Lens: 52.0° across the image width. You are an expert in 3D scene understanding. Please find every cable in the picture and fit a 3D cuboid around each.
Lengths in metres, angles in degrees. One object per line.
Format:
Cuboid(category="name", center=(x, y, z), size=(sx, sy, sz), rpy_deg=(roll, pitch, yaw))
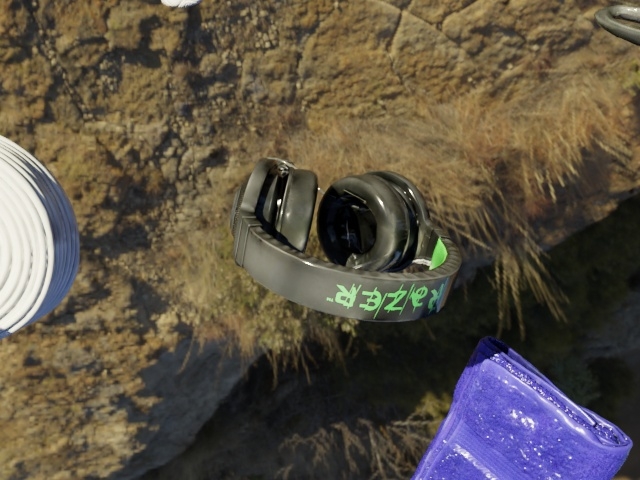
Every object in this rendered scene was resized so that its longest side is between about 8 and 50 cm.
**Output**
Cuboid(category="cable", center=(-0.414, -0.003, 0.754), size=(0.257, 0.089, 0.257), rpy_deg=(4, 101, -2))

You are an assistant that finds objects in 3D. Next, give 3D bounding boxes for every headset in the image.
Cuboid(category="headset", center=(0.000, 0.000, 0.793), size=(0.243, 0.394, 0.185), rpy_deg=(4, 115, -22))

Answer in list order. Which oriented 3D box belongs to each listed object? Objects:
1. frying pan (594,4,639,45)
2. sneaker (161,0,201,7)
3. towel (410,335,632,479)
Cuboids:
Cuboid(category="frying pan", center=(0.323, -0.055, 0.374), size=(0.326, 0.197, 0.053), rpy_deg=(6, 147, 20))
Cuboid(category="sneaker", center=(-0.240, -0.575, 1.336), size=(0.269, 0.101, 0.153), rpy_deg=(-1, 123, 32))
Cuboid(category="towel", center=(0.241, 0.315, 0.885), size=(0.076, 0.228, 0.308), rpy_deg=(-5, 123, -44))
